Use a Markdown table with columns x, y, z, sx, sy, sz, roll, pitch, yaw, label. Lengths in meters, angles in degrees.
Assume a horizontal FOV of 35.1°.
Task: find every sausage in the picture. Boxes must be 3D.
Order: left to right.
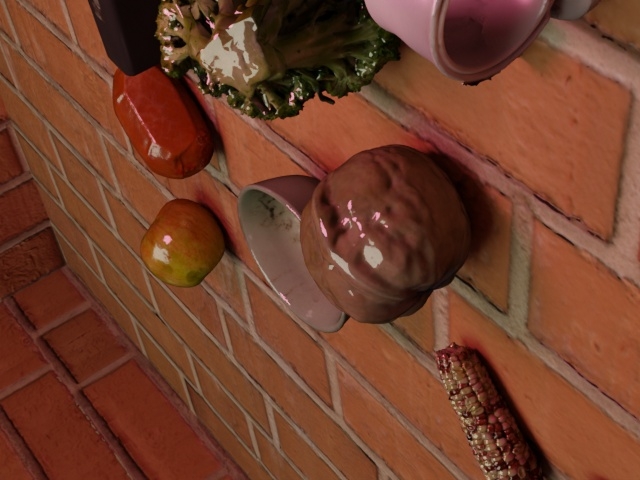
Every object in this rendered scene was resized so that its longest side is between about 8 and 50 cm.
| x | y | z | sx | sy | sz | roll | pitch | yaw | label |
| --- | --- | --- | --- | --- | --- | --- | --- | --- | --- |
| -0.326 | -0.249 | 2.061 | 0.268 | 0.153 | 0.141 | 58 | 164 | 4 | sausage |

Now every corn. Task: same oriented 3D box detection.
| x | y | z | sx | sy | sz | roll | pitch | yaw | label |
| --- | --- | --- | --- | --- | --- | --- | --- | --- | --- |
| 0.269 | 0.289 | 1.606 | 0.280 | 0.092 | 0.092 | 64 | 157 | -5 | corn |

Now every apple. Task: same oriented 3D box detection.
| x | y | z | sx | sy | sz | roll | pitch | yaw | label |
| --- | --- | --- | --- | --- | --- | --- | --- | --- | --- |
| -0.313 | 0.011 | 2.322 | 0.196 | 0.196 | 0.196 | 45 | 154 | 29 | apple |

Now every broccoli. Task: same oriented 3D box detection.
| x | y | z | sx | sy | sz | roll | pitch | yaw | label |
| --- | --- | --- | --- | --- | --- | --- | --- | --- | --- |
| -0.063 | -0.277 | 1.300 | 0.304 | 0.283 | 0.321 | 41 | 124 | -12 | broccoli |

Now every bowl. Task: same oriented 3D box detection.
| x | y | z | sx | sy | sz | roll | pitch | yaw | label |
| --- | --- | --- | --- | --- | --- | --- | --- | --- | --- |
| 0.000 | 0.000 | 1.711 | 0.289 | 0.146 | 0.289 | 43 | 152 | 30 | bowl |

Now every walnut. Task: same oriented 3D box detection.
| x | y | z | sx | sy | sz | roll | pitch | yaw | label |
| --- | --- | --- | --- | --- | --- | --- | --- | --- | --- |
| 0.086 | -0.011 | 1.408 | 0.248 | 0.248 | 0.248 | 45 | 154 | 29 | walnut |

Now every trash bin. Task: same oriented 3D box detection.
| x | y | z | sx | sy | sz | roll | pitch | yaw | label |
| --- | --- | --- | --- | --- | --- | --- | --- | --- | --- |
| -0.329 | -0.432 | 1.828 | 0.115 | 0.165 | 0.225 | 45 | 157 | 29 | trash bin |

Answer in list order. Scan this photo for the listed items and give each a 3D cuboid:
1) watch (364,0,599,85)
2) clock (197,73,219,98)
| x | y | z | sx | sy | sz | roll | pitch | yaw | label |
| --- | --- | --- | --- | --- | --- | --- | --- | --- | --- |
| 0.161 | -0.272 | 0.929 | 0.211 | 0.217 | 0.248 | 44 | 154 | 31 | watch |
| -0.217 | -0.309 | 1.945 | 0.083 | 0.010 | 0.074 | 56 | 157 | 7 | clock |
